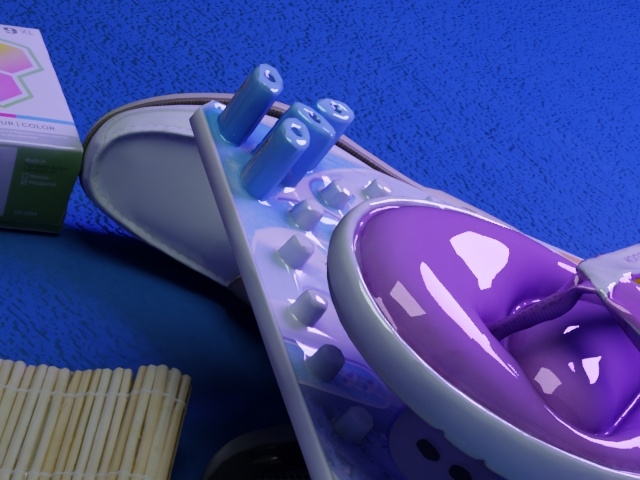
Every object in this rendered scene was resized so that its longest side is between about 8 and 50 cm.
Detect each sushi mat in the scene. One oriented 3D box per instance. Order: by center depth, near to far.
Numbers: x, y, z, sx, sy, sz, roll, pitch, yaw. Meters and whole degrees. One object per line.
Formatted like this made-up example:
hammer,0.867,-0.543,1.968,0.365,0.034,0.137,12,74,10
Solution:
sushi mat,-0.151,0.142,0.844,0.151,0.019,0.316,2,30,3

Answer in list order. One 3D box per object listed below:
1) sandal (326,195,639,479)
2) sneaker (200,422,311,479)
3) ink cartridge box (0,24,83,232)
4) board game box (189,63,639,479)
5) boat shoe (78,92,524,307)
sandal,0.183,0.062,0.887,0.416,0.102,0.169,25,30,-29
sneaker,0.048,0.164,0.897,0.228,0.087,0.130,23,23,-6
ink cartridge box,-0.225,-0.091,1.172,0.109,0.062,0.209,5,32,-23
board game box,0.141,0.100,0.948,0.390,0.050,0.390,22,31,-35
boat shoe,0.000,0.000,1.112,0.302,0.113,0.103,18,24,-6
